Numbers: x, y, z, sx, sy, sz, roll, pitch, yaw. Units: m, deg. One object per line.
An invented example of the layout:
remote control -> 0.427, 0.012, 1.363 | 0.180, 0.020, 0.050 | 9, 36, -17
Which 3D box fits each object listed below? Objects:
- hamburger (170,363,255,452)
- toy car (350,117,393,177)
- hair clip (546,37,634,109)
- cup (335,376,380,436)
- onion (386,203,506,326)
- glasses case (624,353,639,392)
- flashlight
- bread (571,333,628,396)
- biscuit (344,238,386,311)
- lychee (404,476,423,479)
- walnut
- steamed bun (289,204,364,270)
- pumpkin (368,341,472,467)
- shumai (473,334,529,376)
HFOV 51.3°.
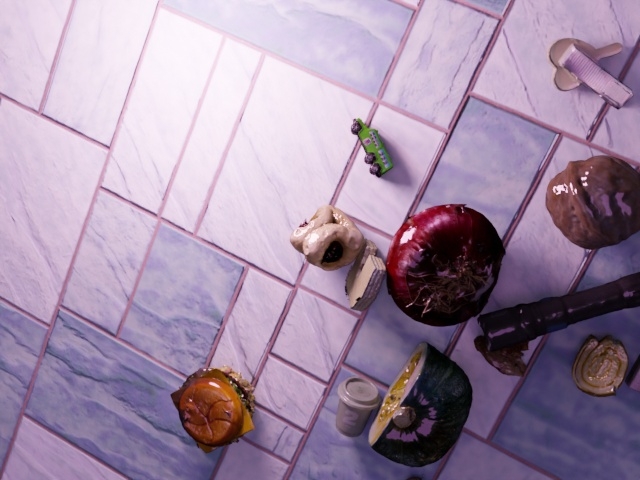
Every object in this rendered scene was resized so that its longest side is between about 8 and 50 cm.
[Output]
hamburger -> -0.299, 0.478, 1.908 | 0.262, 0.139, 0.243 | -29, 88, 18
toy car -> 0.131, -0.242, 1.712 | 0.063, 0.071, 0.165 | -25, 91, 3
hair clip -> 0.627, -0.399, 1.542 | 0.218, 0.071, 0.159 | 37, 104, 2
cup -> 0.092, 0.455, 1.812 | 0.120, 0.120, 0.141 | 22, 117, 12
onion -> 0.300, 0.052, 1.630 | 0.314, 0.232, 0.313 | -6, 113, -14
glasses case -> 0.816, 0.274, 1.601 | 0.071, 0.047, 0.204 | 25, 104, 10
flashlight -> 0.591, 0.163, 1.590 | 0.424, 0.103, 0.103 | -18, 93, 8
bread -> 0.683, 0.304, 1.622 | 0.118, 0.064, 0.156 | 25, 89, 27
biscuit -> 0.112, 0.093, 1.679 | 0.046, 0.250, 0.147 | 20, 103, -7
lychee -> 0.255, 0.687, 1.821 | 0.067, 0.068, 0.083 | 24, 105, -31
walnut -> 0.633, -0.091, 1.524 | 0.224, 0.224, 0.224 | 3, 99, 16
steamed bun -> 0.000, 0.000, 1.717 | 0.172, 0.155, 0.140 | 49, 126, 23
pumpkin -> 0.270, 0.434, 1.676 | 0.197, 0.263, 0.292 | 30, 106, 4
shumai -> 0.453, 0.275, 1.674 | 0.139, 0.123, 0.105 | 13, 91, 28
